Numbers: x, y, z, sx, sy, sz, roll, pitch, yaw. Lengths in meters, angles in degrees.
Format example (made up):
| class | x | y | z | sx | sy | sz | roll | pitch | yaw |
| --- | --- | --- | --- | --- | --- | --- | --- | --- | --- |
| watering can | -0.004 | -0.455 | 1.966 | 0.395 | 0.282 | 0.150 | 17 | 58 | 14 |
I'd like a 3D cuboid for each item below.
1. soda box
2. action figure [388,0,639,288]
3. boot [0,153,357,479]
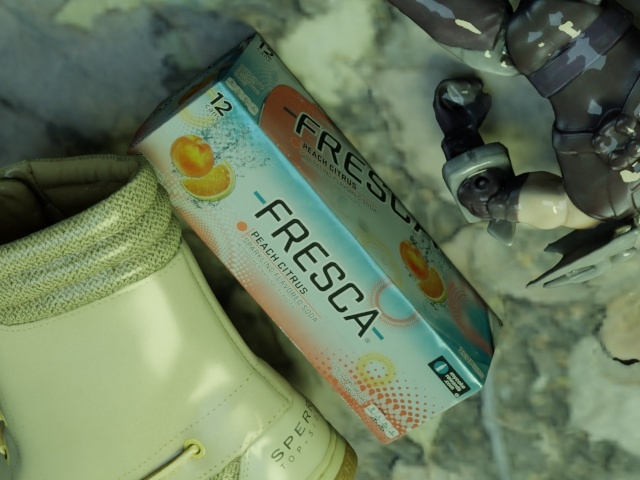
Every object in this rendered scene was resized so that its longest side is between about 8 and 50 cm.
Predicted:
| class | x | y | z | sx | sy | sz | roll | pitch | yaw |
| --- | --- | --- | --- | --- | --- | --- | --- | --- | --- |
| soda box | 0.000 | 0.000 | 0.830 | 0.063 | 0.058 | 0.183 | -33 | 105 | 28 |
| action figure | 0.087 | -0.094 | 0.737 | 0.285 | 0.099 | 0.185 | 42 | 114 | -13 |
| boot | -0.138 | 0.069 | 0.862 | 0.262 | 0.095 | 0.203 | -14 | 122 | 32 |
